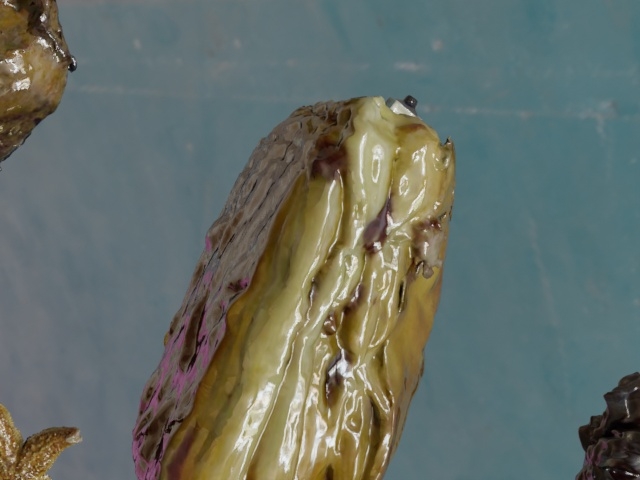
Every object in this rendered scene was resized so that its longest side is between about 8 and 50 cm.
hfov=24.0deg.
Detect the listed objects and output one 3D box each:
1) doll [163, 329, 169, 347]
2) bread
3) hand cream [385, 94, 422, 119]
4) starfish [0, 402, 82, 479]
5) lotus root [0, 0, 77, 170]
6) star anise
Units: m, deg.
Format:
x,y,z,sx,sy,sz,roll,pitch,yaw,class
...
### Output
x,y,z,sx,sy,sz,roll,pitch,yaw,class
-0.099,0.185,1.500,0.138,0.119,0.293,12,140,16,doll
-0.007,0.061,1.097,0.167,0.324,0.277,25,178,-13,bread
0.042,-0.083,1.907,0.075,0.248,0.052,35,-175,-45,hand cream
-0.397,0.317,1.963,0.240,0.043,0.227,-24,99,24,starfish
-0.309,-0.072,0.966,0.329,0.078,0.167,-28,90,16,lotus root
0.348,0.248,1.748,0.109,0.223,0.236,22,101,13,star anise
